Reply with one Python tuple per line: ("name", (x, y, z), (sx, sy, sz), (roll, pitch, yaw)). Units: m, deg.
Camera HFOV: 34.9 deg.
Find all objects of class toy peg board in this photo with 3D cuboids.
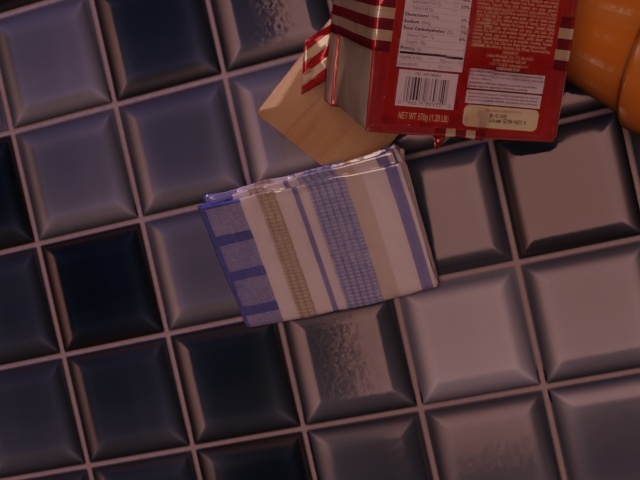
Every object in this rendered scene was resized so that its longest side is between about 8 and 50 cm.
("toy peg board", (0.030, -0.184, 1.338), (0.161, 0.079, 0.161), (38, 102, -8))

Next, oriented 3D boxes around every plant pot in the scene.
("plant pot", (0.361, -0.242, 1.196), (0.188, 0.205, 0.205), (28, 100, 26))

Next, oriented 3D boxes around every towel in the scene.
("towel", (0.000, 0.000, 1.345), (0.285, 0.034, 0.209), (-14, 111, 15))

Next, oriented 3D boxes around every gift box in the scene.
("gift box", (0.125, -0.230, 1.170), (0.255, 0.258, 0.276), (7, 107, -12))
